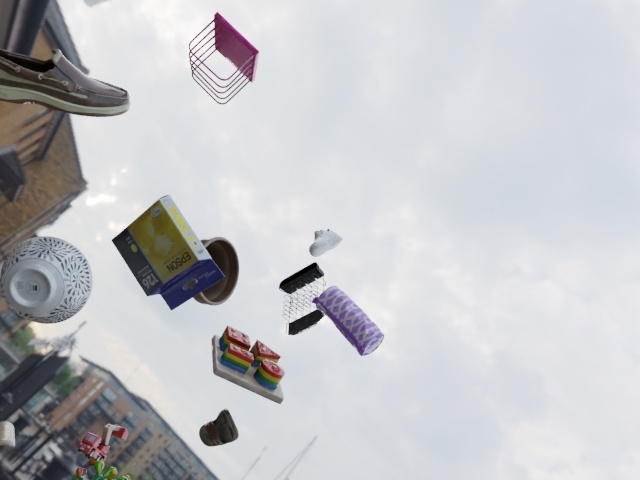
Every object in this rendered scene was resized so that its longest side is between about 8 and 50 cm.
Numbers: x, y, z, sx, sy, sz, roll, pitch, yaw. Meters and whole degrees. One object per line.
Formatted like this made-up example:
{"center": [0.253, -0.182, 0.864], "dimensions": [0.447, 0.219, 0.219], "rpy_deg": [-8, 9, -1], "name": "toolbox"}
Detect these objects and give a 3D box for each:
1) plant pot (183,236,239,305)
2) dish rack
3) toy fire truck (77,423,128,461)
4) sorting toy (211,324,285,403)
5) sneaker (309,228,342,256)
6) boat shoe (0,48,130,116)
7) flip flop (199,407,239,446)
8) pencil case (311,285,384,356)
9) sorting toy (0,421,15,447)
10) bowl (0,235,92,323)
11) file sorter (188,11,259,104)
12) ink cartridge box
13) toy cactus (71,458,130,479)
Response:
{"center": [-0.480, 0.110, 2.130], "dimensions": [0.229, 0.263, 0.263], "rpy_deg": [3, -48, 29], "name": "plant pot"}
{"center": [-0.071, 0.237, 2.174], "dimensions": [0.208, 0.271, 0.074], "rpy_deg": [-32, -54, 27], "name": "dish rack"}
{"center": [-0.705, 0.650, 1.793], "dimensions": [0.047, 0.135, 0.192], "rpy_deg": [17, -34, 14], "name": "toy fire truck"}
{"center": [-0.236, 0.409, 1.879], "dimensions": [0.255, 0.089, 0.257], "rpy_deg": [30, 7, -18], "name": "sorting toy"}
{"center": [0.000, 0.000, 2.175], "dimensions": [0.094, 0.212, 0.080], "rpy_deg": [49, -61, 12], "name": "sneaker"}
{"center": [-0.461, -0.284, 0.967], "dimensions": [0.095, 0.257, 0.095], "rpy_deg": [50, -51, 41], "name": "boat shoe"}
{"center": [-0.365, 0.661, 1.903], "dimensions": [0.277, 0.080, 0.112], "rpy_deg": [-38, -106, 45], "name": "flip flop"}
{"center": [0.070, 0.202, 1.404], "dimensions": [0.206, 0.088, 0.086], "rpy_deg": [42, -59, 31], "name": "pencil case"}
{"center": [-0.722, 0.409, 1.063], "dimensions": [0.307, 0.229, 0.041], "rpy_deg": [-13, -92, 60], "name": "sorting toy"}
{"center": [-0.518, 0.079, 1.015], "dimensions": [0.170, 0.170, 0.080], "rpy_deg": [48, -1, -8], "name": "bowl"}
{"center": [-0.373, -0.662, 2.066], "dimensions": [0.202, 0.182, 0.291], "rpy_deg": [43, -10, -5], "name": "file sorter"}
{"center": [-0.496, 0.057, 1.760], "dimensions": [0.303, 0.072, 0.307], "rpy_deg": [-31, -89, 34], "name": "ink cartridge box"}
{"center": [-0.681, 0.732, 1.631], "dimensions": [0.219, 0.180, 0.112], "rpy_deg": [4, -83, 24], "name": "toy cactus"}
